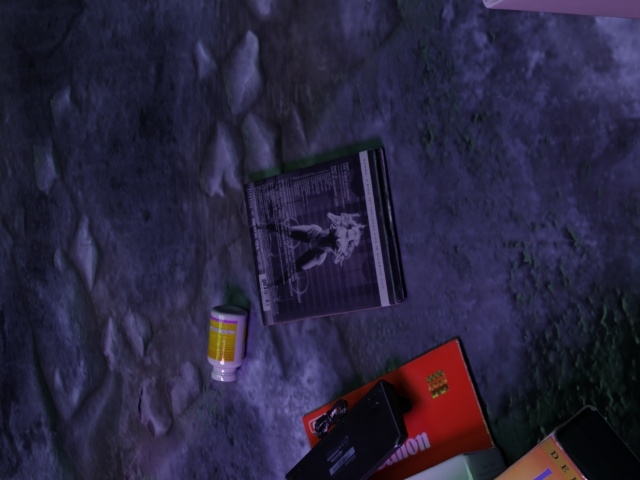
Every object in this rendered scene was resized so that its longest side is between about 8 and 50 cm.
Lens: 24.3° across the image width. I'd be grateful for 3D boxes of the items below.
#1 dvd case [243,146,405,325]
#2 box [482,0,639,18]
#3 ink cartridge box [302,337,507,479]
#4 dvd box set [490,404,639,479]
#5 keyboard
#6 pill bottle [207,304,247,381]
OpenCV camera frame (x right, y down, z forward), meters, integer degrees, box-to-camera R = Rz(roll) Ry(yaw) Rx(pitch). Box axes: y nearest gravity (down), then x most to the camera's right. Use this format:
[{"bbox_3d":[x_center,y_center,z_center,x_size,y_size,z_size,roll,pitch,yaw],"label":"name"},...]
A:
[{"bbox_3d":[0.000,0.000,1.612,0.221,0.018,0.165,-13,84,48],"label":"dvd case"},{"bbox_3d":[0.244,-0.251,1.096,0.121,0.311,0.148,-26,75,46],"label":"box"},{"bbox_3d":[0.077,0.259,1.528,0.275,0.060,0.239,-33,72,45],"label":"ink cartridge box"},{"bbox_3d":[0.199,0.355,1.268,0.308,0.062,0.420,50,140,11],"label":"dvd box set"},{"bbox_3d":[0.025,0.219,1.560,0.180,0.023,0.108,-48,44,30],"label":"keyboard"},{"bbox_3d":[-0.109,0.120,1.726,0.043,0.043,0.083,18,107,45],"label":"pill bottle"}]
